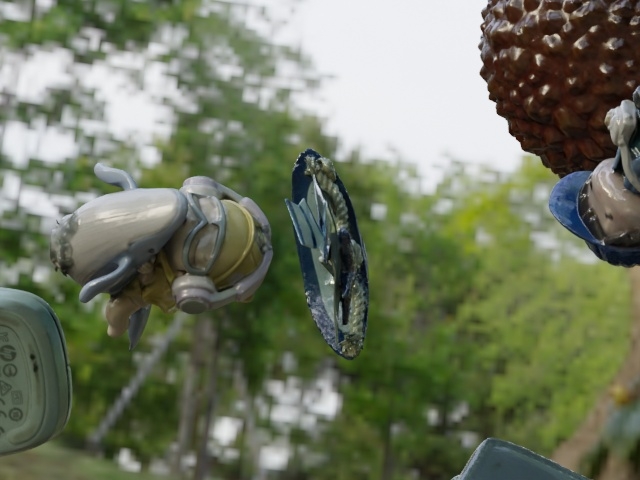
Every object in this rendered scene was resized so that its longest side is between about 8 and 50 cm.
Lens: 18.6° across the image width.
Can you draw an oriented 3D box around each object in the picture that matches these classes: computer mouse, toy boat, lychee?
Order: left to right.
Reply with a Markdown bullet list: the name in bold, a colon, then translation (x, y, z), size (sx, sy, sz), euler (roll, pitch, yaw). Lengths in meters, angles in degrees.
- **computer mouse**: translation (-0.364, 0.118, 1.744), size (0.288, 0.159, 0.097), euler (-6, 13, 0)
- **toy boat**: translation (0.008, 0.028, 1.965), size (0.070, 0.210, 0.291), euler (-14, 14, 5)
- **lychee**: translation (0.292, -0.180, 1.799), size (0.304, 0.275, 0.276), euler (-7, -7, -17)

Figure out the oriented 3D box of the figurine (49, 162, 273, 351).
- **figurine**: translation (-0.136, 0.012, 1.647), size (0.184, 0.128, 0.208), euler (6, -24, -8)

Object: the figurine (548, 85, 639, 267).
- **figurine**: translation (0.222, -0.047, 1.379), size (0.087, 0.086, 0.149), euler (-11, -38, -28)

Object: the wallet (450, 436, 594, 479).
- **wallet**: translation (0.245, 0.294, 1.556), size (0.360, 0.083, 0.252), euler (24, 35, 9)
